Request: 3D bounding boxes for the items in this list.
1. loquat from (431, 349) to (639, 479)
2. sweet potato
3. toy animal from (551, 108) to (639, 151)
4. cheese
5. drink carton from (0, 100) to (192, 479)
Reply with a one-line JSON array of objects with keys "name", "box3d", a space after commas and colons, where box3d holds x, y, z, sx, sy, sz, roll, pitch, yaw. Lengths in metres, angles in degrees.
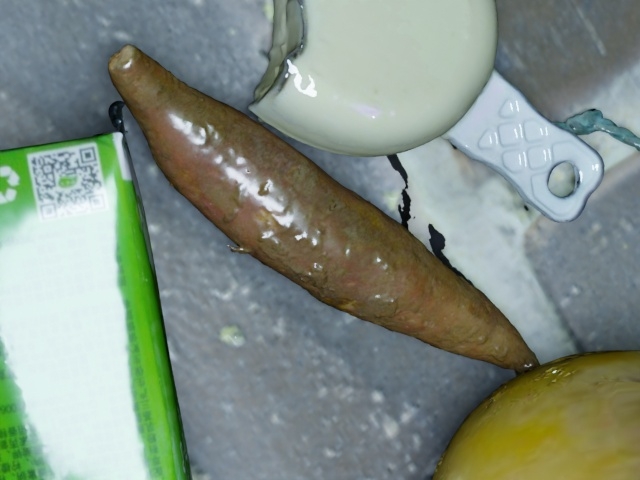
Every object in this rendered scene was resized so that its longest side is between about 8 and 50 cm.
[{"name": "loquat", "box3d": [0.167, 0.170, 0.914, 0.235, 0.235, 0.235, 0, 90, -18]}, {"name": "sweet potato", "box3d": [0.000, 0.000, 0.945, 0.314, 0.066, 0.072, 37, 79, -16]}, {"name": "toy animal", "box3d": [0.228, 0.027, 1.019, 0.079, 0.070, 0.253, -27, 95, -32]}, {"name": "cheese", "box3d": [0.064, -0.117, 0.961, 0.249, 0.071, 0.163, 16, 86, -17]}, {"name": "drink carton", "box3d": [-0.125, 0.072, 0.847, 0.108, 0.161, 0.271, -11, 94, -5]}]
